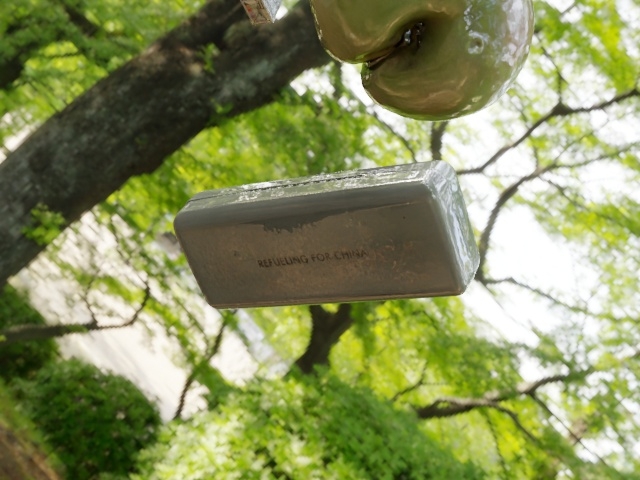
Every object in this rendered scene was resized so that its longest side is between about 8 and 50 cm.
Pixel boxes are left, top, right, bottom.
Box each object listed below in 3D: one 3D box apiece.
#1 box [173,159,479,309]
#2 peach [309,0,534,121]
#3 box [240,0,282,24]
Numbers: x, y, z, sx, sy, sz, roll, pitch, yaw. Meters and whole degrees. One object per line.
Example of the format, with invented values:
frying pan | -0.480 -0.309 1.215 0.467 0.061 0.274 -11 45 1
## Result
box | 0.000 0.000 0.725 0.055 0.244 0.103 -52 129 -50
peach | 0.125 -0.287 1.092 0.292 0.247 0.292 24 41 -23
box | -0.072 -0.358 1.261 0.036 0.117 0.050 0 -39 25
